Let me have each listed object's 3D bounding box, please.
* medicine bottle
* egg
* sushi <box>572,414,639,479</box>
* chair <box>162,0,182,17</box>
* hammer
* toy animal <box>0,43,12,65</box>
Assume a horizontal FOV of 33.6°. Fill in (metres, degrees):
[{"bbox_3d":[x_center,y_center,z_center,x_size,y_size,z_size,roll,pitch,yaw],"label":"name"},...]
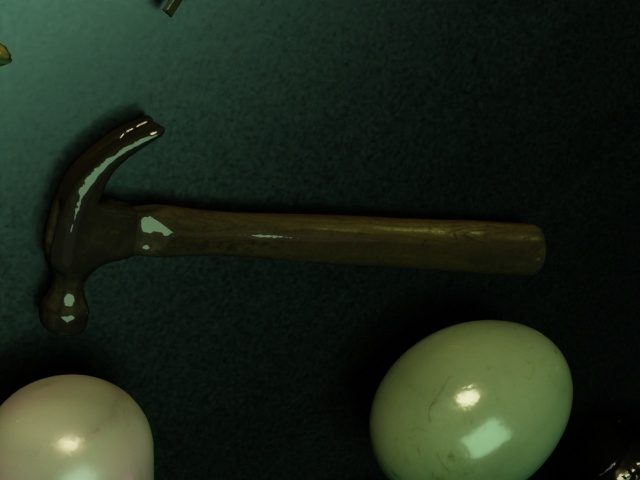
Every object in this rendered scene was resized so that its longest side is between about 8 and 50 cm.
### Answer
[{"bbox_3d":[-0.194,0.263,0.826,0.130,0.130,0.341,-6,114,-25],"label":"medicine bottle"},{"bbox_3d":[0.133,0.148,0.927,0.192,0.149,0.149,-25,121,-18],"label":"egg"},{"bbox_3d":[0.326,0.264,1.088,0.172,0.153,0.150,-35,107,17],"label":"sushi"},{"bbox_3d":[-0.063,-0.253,0.676,0.104,0.095,0.221,36,93,-30],"label":"chair"},{"bbox_3d":[0.000,0.000,0.858,0.439,0.044,0.168,4,112,-29],"label":"hammer"},{"bbox_3d":[-0.257,-0.166,0.618,0.218,0.103,0.101,5,86,-14],"label":"toy animal"}]
